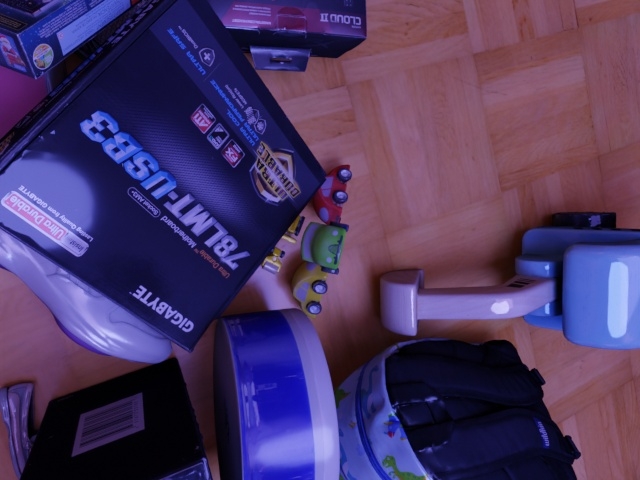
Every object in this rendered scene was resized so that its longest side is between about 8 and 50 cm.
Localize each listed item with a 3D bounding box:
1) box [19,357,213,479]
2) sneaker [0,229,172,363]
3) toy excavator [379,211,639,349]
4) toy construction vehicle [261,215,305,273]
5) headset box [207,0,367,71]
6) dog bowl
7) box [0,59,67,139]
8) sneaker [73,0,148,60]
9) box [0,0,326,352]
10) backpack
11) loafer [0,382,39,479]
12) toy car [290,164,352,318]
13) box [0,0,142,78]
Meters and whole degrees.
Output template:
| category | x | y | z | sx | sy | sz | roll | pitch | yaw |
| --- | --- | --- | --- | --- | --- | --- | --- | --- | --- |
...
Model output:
| category | x | y | z | sx | sy | sz | roll | pitch | yaw |
| --- | --- | --- | --- | --- | --- | --- | --- | --- | --- |
| box | -0.201 | 0.342 | 0.546 | 0.182 | 0.296 | 0.294 | -17 | 101 | -19 |
| sneaker | -0.278 | 0.028 | 0.584 | 0.152 | 0.114 | 0.305 | -43 | 108 | -11 |
| toy excavator | 0.375 | 0.074 | 0.765 | 0.445 | 0.433 | 0.222 | -9 | 99 | -48 |
| toy construction vehicle | -0.079 | -0.006 | 0.704 | 0.086 | 0.035 | 0.098 | 24 | 78 | -22 |
| headset box | -0.059 | -0.379 | 0.631 | 0.218 | 0.110 | 0.293 | -6 | 97 | -20 |
| dog bowl | -0.070 | 0.223 | 0.603 | 0.104 | 0.265 | 0.265 | -2 | 96 | -19 |
| box | -0.393 | -0.161 | 0.485 | 0.232 | 0.148 | 0.127 | -1 | 133 | -20 |
| sneaker | -0.286 | -0.351 | 0.529 | 0.134 | 0.146 | 0.343 | -31 | 106 | -16 |
| box | -0.160 | -0.066 | 0.534 | 0.293 | 0.073 | 0.295 | -54 | 134 | -18 |
| backpack | 0.178 | 0.280 | 0.690 | 0.355 | 0.273 | 0.290 | 26 | 41 | -48 |
| loafer | -0.377 | 0.244 | 0.607 | 0.039 | 0.045 | 0.125 | -12 | 97 | -26 |
| toy car | 0.000 | 0.000 | 0.642 | 0.053 | 0.225 | 0.239 | 13 | 91 | -2 |
| box | -0.318 | -0.249 | 0.449 | 0.233 | 0.044 | 0.159 | 22 | 55 | 7 |
